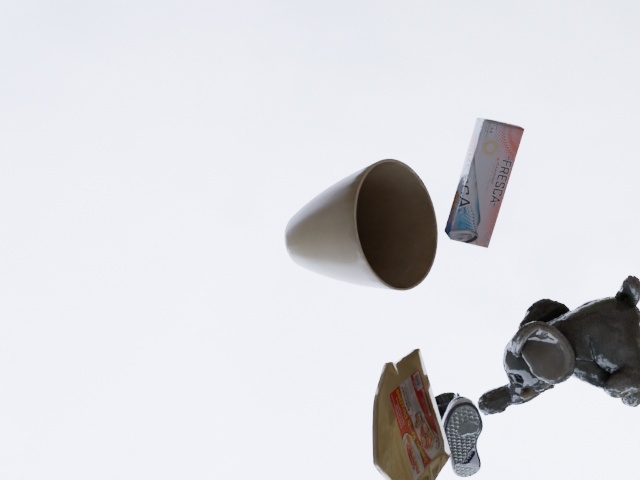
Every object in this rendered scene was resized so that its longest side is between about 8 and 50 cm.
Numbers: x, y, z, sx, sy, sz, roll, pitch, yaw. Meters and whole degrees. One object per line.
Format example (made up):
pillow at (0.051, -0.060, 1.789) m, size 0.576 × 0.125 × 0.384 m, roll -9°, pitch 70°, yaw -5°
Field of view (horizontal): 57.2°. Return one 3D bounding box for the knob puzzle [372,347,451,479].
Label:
knob puzzle at (0.113, 0.262, 0.812) m, size 0.029 × 0.213 × 0.213 m, roll -16°, pitch -144°, yaw 33°

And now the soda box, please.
soda box at (0.240, -0.086, 0.870) m, size 0.062 × 0.183 × 0.058 m, roll 13°, pitch -167°, yaw 0°

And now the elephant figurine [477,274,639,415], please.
elephant figurine at (0.354, 0.169, 0.894) m, size 0.239 × 0.169 × 0.186 m, roll -1°, pitch -117°, yaw 24°

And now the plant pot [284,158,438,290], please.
plant pot at (0.058, -0.015, 1.227) m, size 0.273 × 0.257 × 0.256 m, roll -10°, pitch -151°, yaw 45°

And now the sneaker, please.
sneaker at (0.275, 0.359, 1.222) m, size 0.086 × 0.226 × 0.163 m, roll -10°, pitch -143°, yaw 0°
